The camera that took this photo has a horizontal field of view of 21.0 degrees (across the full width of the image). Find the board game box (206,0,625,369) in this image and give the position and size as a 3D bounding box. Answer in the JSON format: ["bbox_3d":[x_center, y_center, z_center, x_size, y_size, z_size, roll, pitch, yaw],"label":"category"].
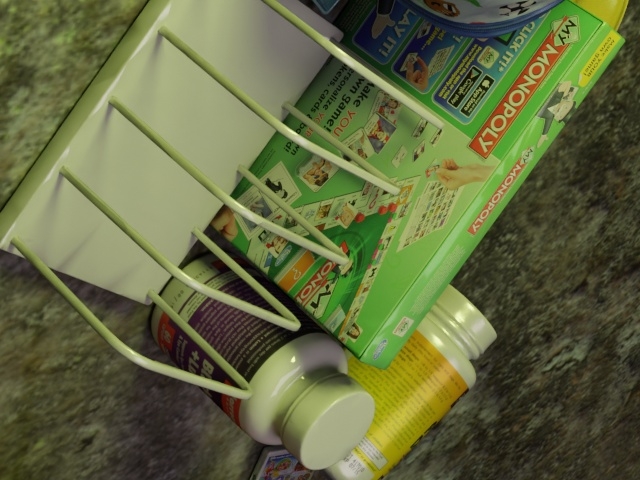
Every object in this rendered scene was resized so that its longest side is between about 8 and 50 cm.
[{"bbox_3d":[0.065,-0.086,1.372,0.317,0.213,0.046,-54,146,7],"label":"board game box"}]

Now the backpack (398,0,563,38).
[{"bbox_3d":[0.130,-0.284,1.240,0.263,0.276,0.213,-38,154,-7],"label":"backpack"}]

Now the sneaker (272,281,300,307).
[{"bbox_3d":[0.002,0.001,1.533,0.089,0.051,0.170,-29,146,-28],"label":"sneaker"}]

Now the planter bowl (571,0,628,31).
[{"bbox_3d":[0.154,-0.181,1.450,0.090,0.217,0.217,34,96,-21],"label":"planter bowl"}]

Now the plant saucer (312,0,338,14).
[{"bbox_3d":[-0.018,-0.244,1.301,0.067,0.018,0.192,-49,147,-1],"label":"plant saucer"}]

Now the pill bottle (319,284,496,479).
[{"bbox_3d":[0.069,0.140,1.679,0.215,0.117,0.117,-45,146,-7],"label":"pill bottle"}]

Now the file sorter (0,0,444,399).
[{"bbox_3d":[-0.067,-0.046,1.298,0.277,0.173,0.193,-54,146,6],"label":"file sorter"}]

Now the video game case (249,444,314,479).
[{"bbox_3d":[-0.047,0.256,1.755,0.087,0.011,0.122,-2,124,-47],"label":"video game case"}]

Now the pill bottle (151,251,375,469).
[{"bbox_3d":[-0.046,0.103,1.444,0.108,0.193,0.108,-29,141,-27],"label":"pill bottle"}]
